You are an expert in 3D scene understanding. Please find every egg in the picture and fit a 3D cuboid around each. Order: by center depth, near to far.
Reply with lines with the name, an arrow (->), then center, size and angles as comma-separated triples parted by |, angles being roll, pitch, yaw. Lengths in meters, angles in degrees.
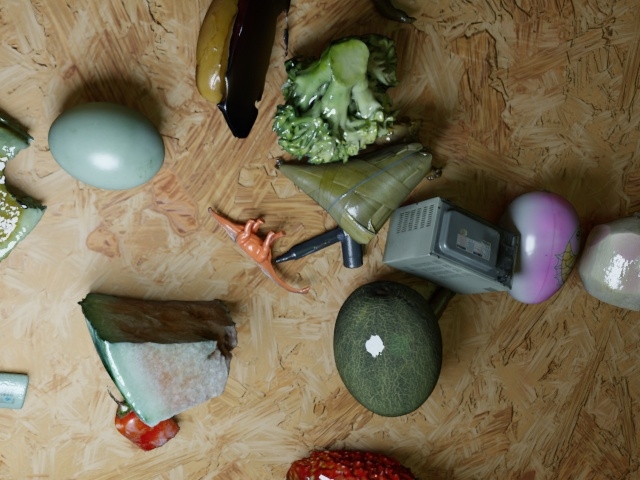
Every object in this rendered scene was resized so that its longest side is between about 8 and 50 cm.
egg -> -0.365, -0.162, 1.116 | 0.192, 0.149, 0.149 | 12, 100, -25
egg -> 0.505, 0.015, 1.526 | 0.196, 0.196, 0.271 | -8, 124, -21

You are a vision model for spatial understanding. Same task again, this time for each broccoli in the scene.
broccoli -> 0.047, -0.278, 1.199 | 0.248, 0.245, 0.288 | 12, 83, -11

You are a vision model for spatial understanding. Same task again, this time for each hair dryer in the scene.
hair dryer -> -0.007, -0.013, 1.378 | 0.195, 0.050, 0.173 | -11, 106, -17

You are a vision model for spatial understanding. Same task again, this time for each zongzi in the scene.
zongzi -> 0.068, -0.150, 1.305 | 0.256, 0.115, 0.228 | 40, 91, 9

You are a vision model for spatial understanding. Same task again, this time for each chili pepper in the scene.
chili pepper -> -0.370, 0.353, 1.308 | 0.192, 0.084, 0.086 | 55, 48, -29

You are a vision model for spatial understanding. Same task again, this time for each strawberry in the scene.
strawberry -> 0.073, 0.627, 1.497 | 0.344, 0.292, 0.292 | 13, 100, -8

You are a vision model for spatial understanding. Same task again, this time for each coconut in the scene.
coconut -> 0.779, 0.046, 1.631 | 0.227, 0.227, 0.230 | 8, 109, -25

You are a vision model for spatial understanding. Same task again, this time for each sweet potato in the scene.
sweet potato -> 0.127, -0.478, 1.297 | 0.153, 0.038, 0.041 | 37, 132, -25

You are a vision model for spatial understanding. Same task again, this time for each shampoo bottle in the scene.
shampoo bottle -> -0.641, 0.269, 1.187 | 0.191, 0.041, 0.069 | 12, 106, -26

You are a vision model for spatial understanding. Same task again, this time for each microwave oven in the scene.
microwave oven -> 0.290, 0.014, 1.419 | 0.241, 0.194, 0.145 | 22, 68, -27

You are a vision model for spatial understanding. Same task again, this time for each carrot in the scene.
carrot -> 0.311, 0.115, 1.555 | 0.049, 0.049, 0.254 | 42, 82, -28

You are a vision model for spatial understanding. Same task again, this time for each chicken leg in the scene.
chicken leg -> 0.196, -0.198, 1.392 | 0.207, 0.085, 0.101 | 32, 80, -36

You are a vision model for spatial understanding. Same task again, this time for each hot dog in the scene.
hot dog -> -0.150, -0.361, 1.172 | 0.194, 0.107, 0.325 | 58, 50, -64

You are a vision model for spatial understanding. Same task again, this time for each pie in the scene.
pie -> -0.619, -0.086, 1.077 | 0.303, 0.067, 0.302 | -6, 107, -21

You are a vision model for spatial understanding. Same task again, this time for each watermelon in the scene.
watermelon -> -0.298, 0.210, 1.198 | 0.302, 0.264, 0.151 | 8, 103, -28

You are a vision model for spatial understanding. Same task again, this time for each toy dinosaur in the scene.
toy dinosaur -> -0.115, 0.014, 1.322 | 0.280, 0.055, 0.101 | 37, 113, -14

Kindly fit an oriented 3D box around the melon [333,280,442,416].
melon -> 0.145, 0.237, 1.406 | 0.238, 0.237, 0.301 | -17, 117, -18
